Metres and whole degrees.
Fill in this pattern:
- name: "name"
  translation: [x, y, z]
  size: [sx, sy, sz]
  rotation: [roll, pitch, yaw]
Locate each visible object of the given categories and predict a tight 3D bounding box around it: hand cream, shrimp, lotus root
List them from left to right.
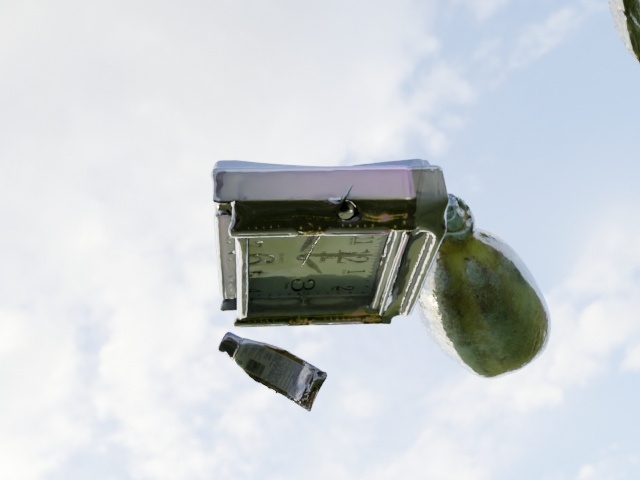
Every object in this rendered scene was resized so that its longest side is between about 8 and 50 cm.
- name: "hand cream"
  translation: [-0.070, 0.179, 1.461]
  size: [0.062, 0.163, 0.039]
  rotation: [-62, -15, -4]
- name: "lotus root"
  translation: [0.191, 0.070, 1.292]
  size: [0.322, 0.158, 0.139]
  rotation: [53, -125, -49]
- name: "shrimp"
  translation: [0.409, -0.397, 1.398]
  size: [0.085, 0.271, 0.445]
  rotation: [-6, -26, 24]

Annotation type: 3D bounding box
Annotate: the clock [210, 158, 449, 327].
- name: "clock"
  translation: [0.000, 0.000, 0.896]
  size: [0.187, 0.083, 0.253]
  rotation: [-1, -24, -5]
